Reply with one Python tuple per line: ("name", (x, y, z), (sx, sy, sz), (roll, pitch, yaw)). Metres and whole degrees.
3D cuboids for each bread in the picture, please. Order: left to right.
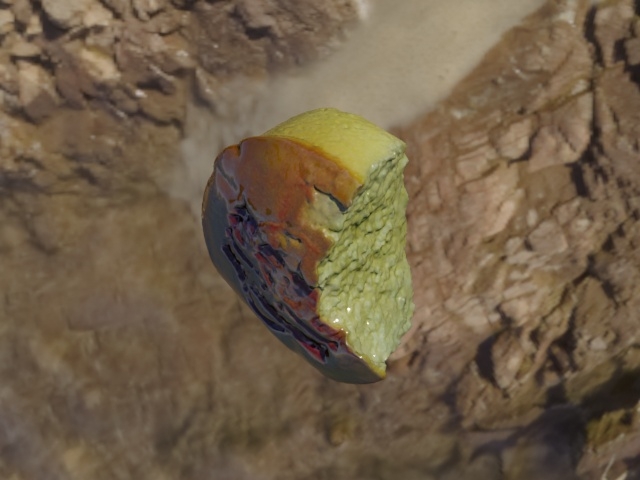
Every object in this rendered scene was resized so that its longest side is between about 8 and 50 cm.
("bread", (-0.008, 0.000, 0.609), (0.125, 0.086, 0.156), (16, 129, 37))
